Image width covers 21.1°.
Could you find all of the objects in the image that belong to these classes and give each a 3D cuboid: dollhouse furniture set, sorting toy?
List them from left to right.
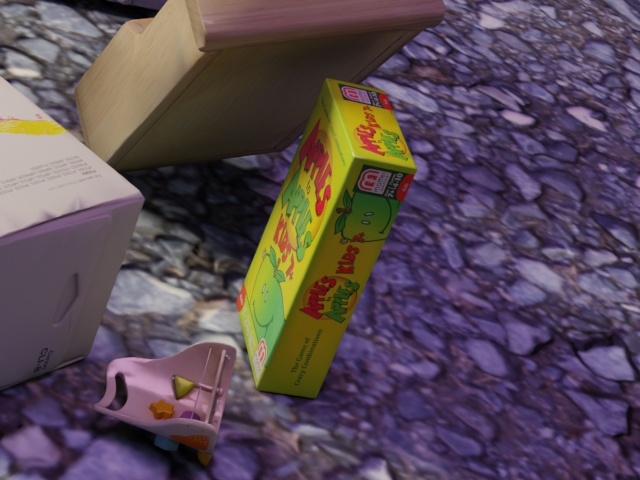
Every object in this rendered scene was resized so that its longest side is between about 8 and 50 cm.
[{"bbox_3d":[-0.094,0.094,1.020,0.075,0.045,0.083,14,31,-1],"label":"sorting toy"},{"bbox_3d":[-0.097,-0.277,1.194,0.362,0.256,0.394,-9,78,-28],"label":"dollhouse furniture set"}]

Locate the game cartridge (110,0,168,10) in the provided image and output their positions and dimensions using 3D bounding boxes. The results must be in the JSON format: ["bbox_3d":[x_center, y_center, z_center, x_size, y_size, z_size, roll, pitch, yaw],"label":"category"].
[{"bbox_3d":[-0.247,-0.324,1.385,0.355,0.230,0.068,8,21,-23],"label":"game cartridge"}]

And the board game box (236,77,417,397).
[{"bbox_3d":[0.000,0.000,1.087,0.043,0.181,0.092,11,33,-19],"label":"board game box"}]

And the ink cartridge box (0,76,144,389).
[{"bbox_3d":[-0.218,-0.011,1.013,0.176,0.128,0.127,37,34,24],"label":"ink cartridge box"}]
